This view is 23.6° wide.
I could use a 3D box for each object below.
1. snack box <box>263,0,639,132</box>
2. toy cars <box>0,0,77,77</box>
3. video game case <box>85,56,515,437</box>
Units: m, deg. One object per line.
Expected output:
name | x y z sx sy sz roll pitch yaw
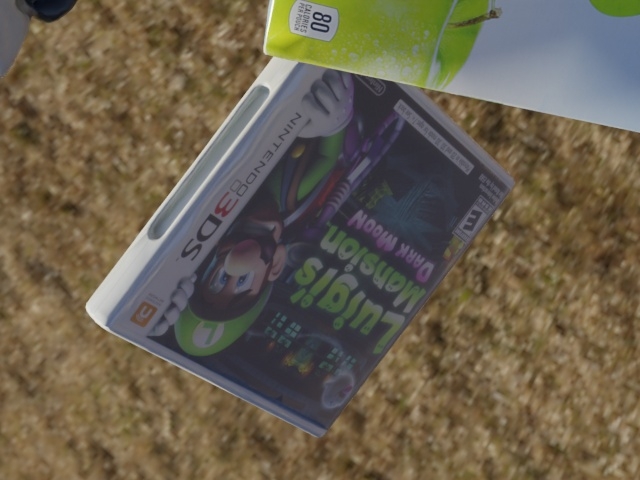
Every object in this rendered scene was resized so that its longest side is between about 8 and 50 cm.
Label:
snack box | 0.102 -0.116 0.396 0.207 0.070 0.174 10 125 -4
toy cars | -0.143 -0.260 0.557 0.087 0.176 0.393 20 124 50
video game case | 0.000 0.000 0.739 0.022 0.190 0.173 39 92 38
